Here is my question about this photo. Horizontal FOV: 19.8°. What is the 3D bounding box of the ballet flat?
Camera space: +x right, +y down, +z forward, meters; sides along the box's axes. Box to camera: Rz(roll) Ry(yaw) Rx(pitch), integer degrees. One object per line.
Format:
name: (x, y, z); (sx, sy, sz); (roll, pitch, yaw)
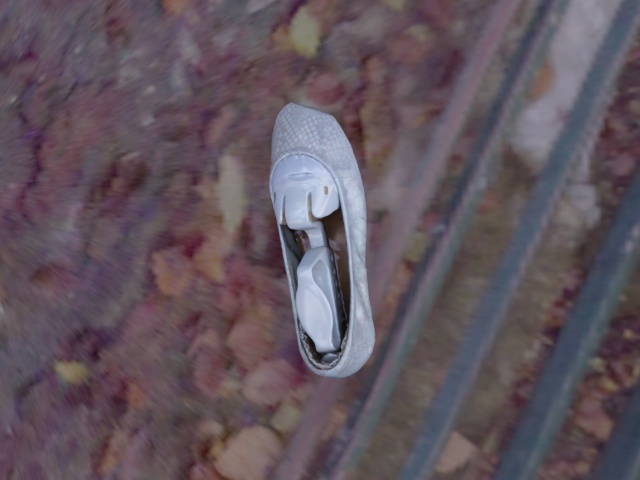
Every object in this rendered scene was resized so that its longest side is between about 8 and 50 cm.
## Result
ballet flat: (0.000, 0.000, 1.091); (0.057, 0.052, 0.168); (-11, 93, 23)
